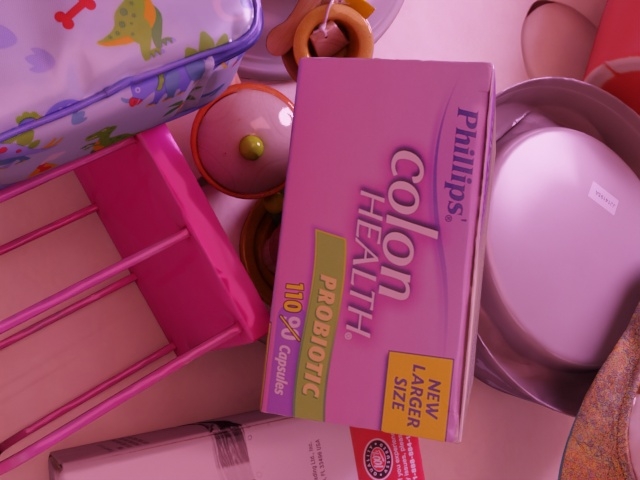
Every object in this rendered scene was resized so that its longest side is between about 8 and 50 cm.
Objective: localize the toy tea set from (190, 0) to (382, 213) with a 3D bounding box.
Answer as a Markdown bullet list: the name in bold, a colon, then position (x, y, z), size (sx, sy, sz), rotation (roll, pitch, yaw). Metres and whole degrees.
- **toy tea set**: position (-0.110, -0.174, 0.567), size (0.336, 0.124, 0.200), rotation (31, 100, -15)

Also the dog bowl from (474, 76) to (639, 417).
- **dog bowl**: position (0.247, 0.010, 0.746), size (0.349, 0.102, 0.348), rotation (6, 76, -25)

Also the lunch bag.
- **lunch bag**: position (-0.157, -0.130, 0.369), size (0.219, 0.090, 0.176), rotation (-28, 88, -24)

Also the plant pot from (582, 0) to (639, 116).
- **plant pot**: position (0.445, -0.231, 0.821), size (0.275, 0.275, 0.243), rotation (37, 74, -14)

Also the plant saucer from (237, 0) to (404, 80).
- **plant saucer**: position (-0.062, -0.359, 0.686), size (0.401, 0.100, 0.400), rotation (6, 76, -24)

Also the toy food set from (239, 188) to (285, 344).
- **toy food set**: position (0.000, 0.000, 0.648), size (0.128, 0.071, 0.217), rotation (38, 66, -13)

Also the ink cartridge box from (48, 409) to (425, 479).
- **ink cartridge box**: position (-0.056, 0.236, 0.543), size (0.273, 0.114, 0.196), rotation (-5, 81, -27)

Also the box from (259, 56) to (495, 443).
- **box**: position (0.059, 0.009, 0.514), size (0.117, 0.243, 0.213), rotation (6, 88, 13)

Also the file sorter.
- **file sorter**: position (-0.205, -0.015, 0.481), size (0.182, 0.202, 0.290), rotation (-29, 92, -26)

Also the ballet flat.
- **ballet flat**: position (0.319, 0.128, 0.632), size (0.123, 0.123, 0.348), rotation (41, 65, -12)
